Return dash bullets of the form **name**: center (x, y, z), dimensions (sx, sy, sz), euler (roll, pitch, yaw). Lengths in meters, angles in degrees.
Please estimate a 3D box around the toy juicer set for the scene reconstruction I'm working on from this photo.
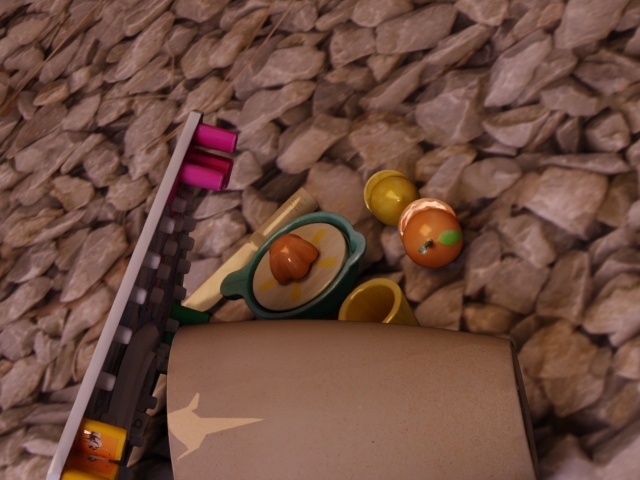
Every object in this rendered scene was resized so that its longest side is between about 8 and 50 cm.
- **toy juicer set**: center (0.000, 0.000, 1.659), dimensions (0.329, 0.089, 0.209), euler (10, 60, 45)

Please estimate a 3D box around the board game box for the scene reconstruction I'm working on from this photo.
- **board game box**: center (-0.163, 0.142, 1.473), dimensions (0.050, 0.390, 0.390), euler (16, 56, 2)

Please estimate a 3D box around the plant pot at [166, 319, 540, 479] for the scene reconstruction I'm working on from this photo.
- **plant pot**: center (0.040, 0.172, 1.365), dimensions (0.274, 0.256, 0.256), euler (-11, 44, 8)
